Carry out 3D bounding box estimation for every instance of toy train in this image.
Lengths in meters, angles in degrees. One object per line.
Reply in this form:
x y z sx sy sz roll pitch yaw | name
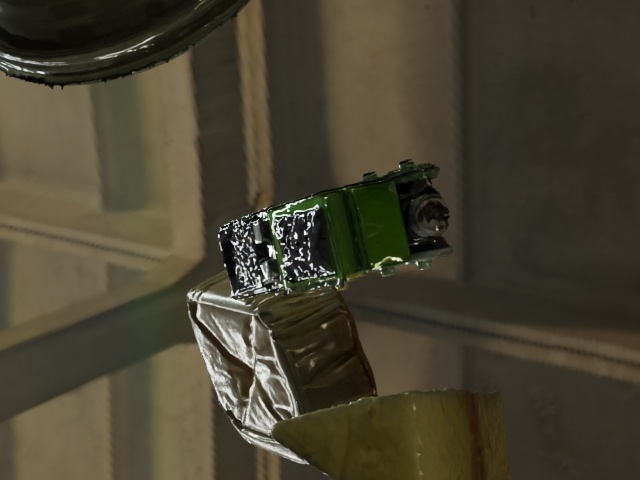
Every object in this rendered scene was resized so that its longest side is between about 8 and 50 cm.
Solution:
0.000 0.000 0.774 0.202 0.081 0.060 -16 -94 64 | toy train

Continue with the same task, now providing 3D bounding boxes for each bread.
-0.034 0.120 1.421 0.210 0.110 0.192 1 -67 61 | bread
0.085 0.181 1.197 0.142 0.266 0.178 -46 -108 13 | bread

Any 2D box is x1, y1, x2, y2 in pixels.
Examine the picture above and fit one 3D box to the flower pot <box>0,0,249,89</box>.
-0.152 -0.226 0.945 0.235 0.235 0.140 13 -39 33 | flower pot
